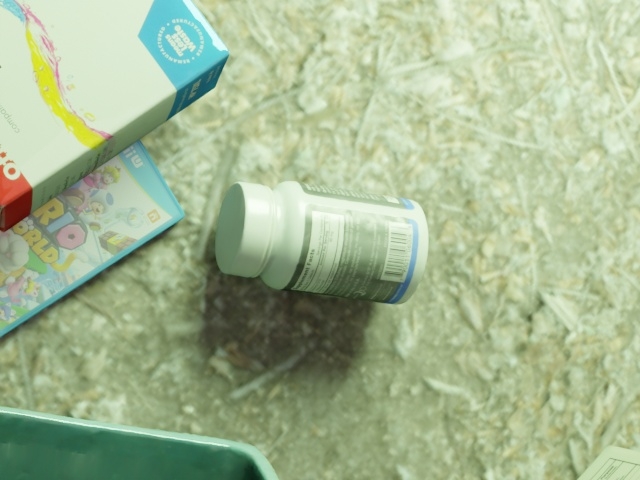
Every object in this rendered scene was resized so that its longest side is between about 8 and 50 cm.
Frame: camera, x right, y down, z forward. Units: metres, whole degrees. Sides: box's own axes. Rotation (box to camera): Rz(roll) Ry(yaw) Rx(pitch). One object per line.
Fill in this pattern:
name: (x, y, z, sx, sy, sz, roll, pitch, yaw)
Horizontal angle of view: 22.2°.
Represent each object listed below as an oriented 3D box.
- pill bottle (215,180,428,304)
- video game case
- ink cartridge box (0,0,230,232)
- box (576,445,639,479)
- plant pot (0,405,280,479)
pill bottle: (0.000, 0.000, 1.155, 0.137, 0.078, 0.078, 9, 87, -20)
video game case: (-0.191, -0.023, 1.118, 0.166, 0.015, 0.119, -34, 101, -18)
ink cartridge box: (-0.192, -0.102, 1.072, 0.231, 0.078, 0.134, -37, 88, -17)
box: (0.256, 0.252, 1.166, 0.148, 0.232, 0.127, -46, 104, -15)
plant pot: (-0.154, 0.271, 1.016, 0.248, 0.247, 0.252, 11, 103, -20)
